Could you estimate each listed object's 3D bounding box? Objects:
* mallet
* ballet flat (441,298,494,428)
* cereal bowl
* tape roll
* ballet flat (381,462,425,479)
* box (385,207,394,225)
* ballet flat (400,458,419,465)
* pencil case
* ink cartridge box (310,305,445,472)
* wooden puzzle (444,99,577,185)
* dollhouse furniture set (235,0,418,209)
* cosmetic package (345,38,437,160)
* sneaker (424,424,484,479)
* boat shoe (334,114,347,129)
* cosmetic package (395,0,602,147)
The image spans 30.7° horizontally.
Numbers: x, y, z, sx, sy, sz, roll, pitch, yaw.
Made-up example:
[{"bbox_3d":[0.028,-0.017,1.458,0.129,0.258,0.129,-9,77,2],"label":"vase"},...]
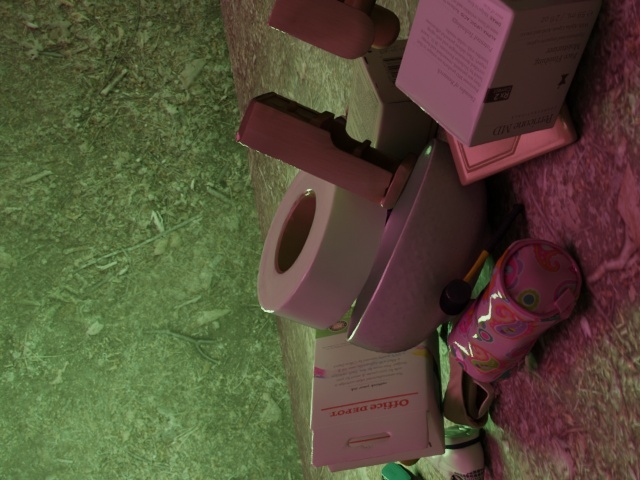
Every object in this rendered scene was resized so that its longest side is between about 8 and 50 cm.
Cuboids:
[{"bbox_3d":[0.228,0.020,1.622,0.039,0.190,0.062,34,169,8],"label":"mallet"},{"bbox_3d":[0.248,0.204,1.860,0.086,0.086,0.248,-115,19,-51],"label":"ballet flat"},{"bbox_3d":[0.166,0.024,1.780,0.339,0.141,0.339,-156,90,-87],"label":"cereal bowl"},{"bbox_3d":[0.000,0.000,1.933,0.286,0.100,0.286,-54,24,37],"label":"tape roll"},{"bbox_3d":[0.187,0.508,2.335,0.203,0.074,0.074,-150,52,-66],"label":"ballet flat"},{"bbox_3d":[0.141,-0.073,2.024,0.162,0.116,0.029,106,156,-60],"label":"box"},{"bbox_3d":[0.178,0.340,2.230,0.073,0.080,0.232,27,128,56],"label":"ballet flat"},{"bbox_3d":[0.265,0.104,1.609,0.284,0.124,0.124,107,152,-63],"label":"pencil case"},{"bbox_3d":[0.098,0.264,1.977,0.353,0.207,0.119,-86,-20,-50],"label":"ink cartridge box"},{"bbox_3d":[0.234,-0.206,1.550,0.238,0.044,0.221,-23,82,56],"label":"wooden puzzle"},{"bbox_3d":[0.075,-0.284,1.724,0.362,0.256,0.394,-51,-15,-76],"label":"dollhouse furniture set"},{"bbox_3d":[0.119,-0.185,2.058,0.309,0.113,0.160,97,160,-51],"label":"cosmetic package"},{"bbox_3d":[0.223,0.378,2.045,0.235,0.090,0.095,152,100,-78],"label":"sneaker"},{"bbox_3d":[0.048,-0.180,2.475,0.075,0.065,0.206,102,156,-58],"label":"boat shoe"},{"bbox_3d":[0.209,-0.236,1.398,0.151,0.151,0.184,47,138,36],"label":"cosmetic package"}]
